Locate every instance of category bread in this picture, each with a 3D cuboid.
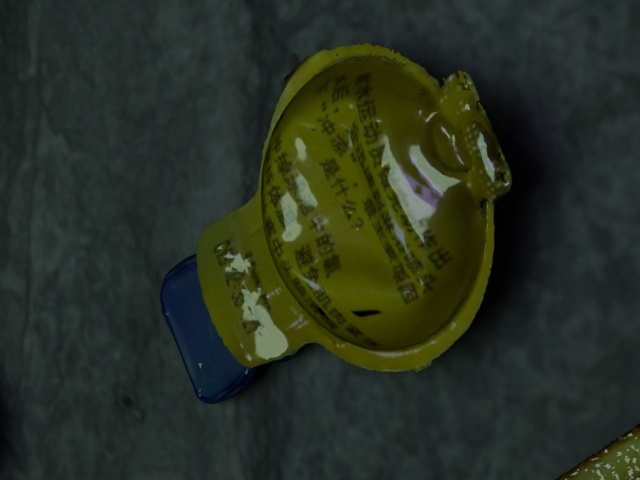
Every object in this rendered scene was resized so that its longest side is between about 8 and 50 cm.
[{"bbox_3d":[0.130,0.100,0.696,0.090,0.094,0.035,-39,71,29],"label":"bread"}]

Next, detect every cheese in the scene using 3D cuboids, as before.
[{"bbox_3d":[0.000,0.000,0.806,0.250,0.064,0.156,-34,72,43],"label":"cheese"}]
